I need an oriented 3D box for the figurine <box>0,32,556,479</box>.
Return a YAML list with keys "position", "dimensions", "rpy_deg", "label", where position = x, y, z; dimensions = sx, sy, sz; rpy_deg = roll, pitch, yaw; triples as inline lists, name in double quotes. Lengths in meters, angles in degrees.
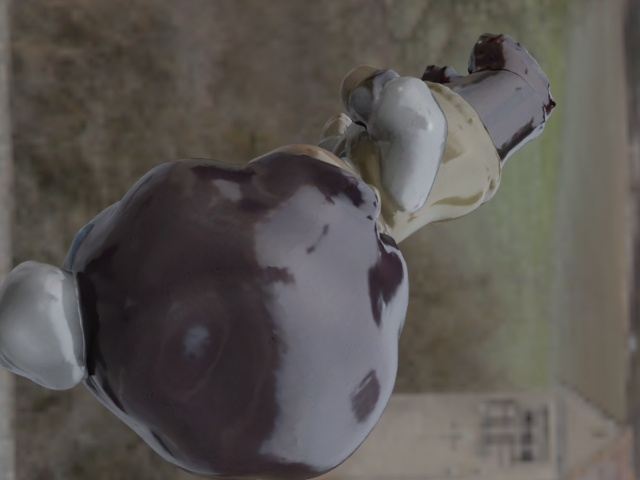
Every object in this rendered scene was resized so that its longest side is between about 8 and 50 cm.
- position: [-0.007, -0.018, 1.141]
  dimensions: [0.206, 0.218, 0.365]
  rpy_deg: [50, 55, -26]
  label: "figurine"
